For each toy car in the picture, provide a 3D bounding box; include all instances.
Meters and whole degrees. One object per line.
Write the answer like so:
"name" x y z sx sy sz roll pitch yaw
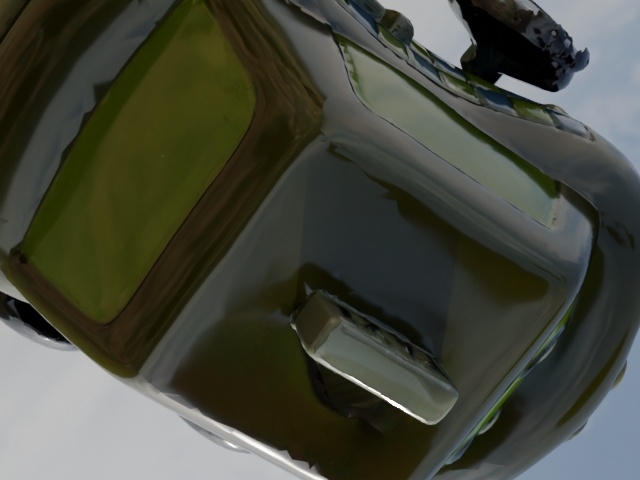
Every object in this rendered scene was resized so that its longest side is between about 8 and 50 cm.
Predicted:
"toy car" 0.000 0.000 0.504 0.204 0.248 0.198 -52 -153 12
